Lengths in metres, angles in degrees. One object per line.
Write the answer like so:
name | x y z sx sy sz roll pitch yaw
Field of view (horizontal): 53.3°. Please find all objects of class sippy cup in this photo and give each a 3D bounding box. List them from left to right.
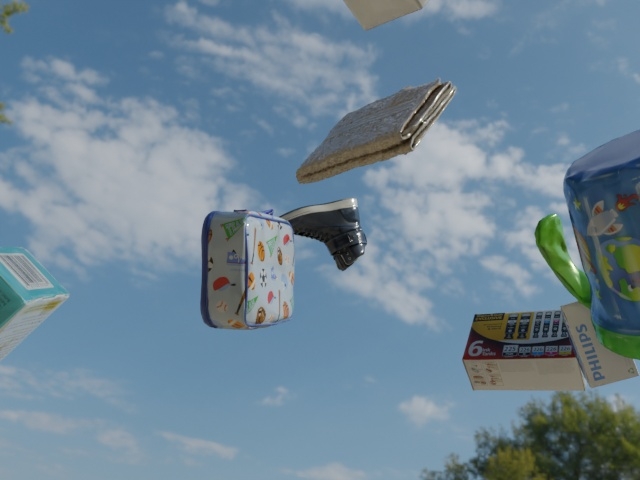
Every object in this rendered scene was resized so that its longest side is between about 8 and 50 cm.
sippy cup | 0.407 -0.013 0.760 0.305 0.240 0.224 -23 -80 27

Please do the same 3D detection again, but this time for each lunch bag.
lunch bag | -0.137 0.053 1.276 0.114 0.243 0.303 -3 -4 15

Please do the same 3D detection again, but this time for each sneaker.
sneaker | 0.001 0.000 1.488 0.226 0.164 0.086 -12 -8 -16

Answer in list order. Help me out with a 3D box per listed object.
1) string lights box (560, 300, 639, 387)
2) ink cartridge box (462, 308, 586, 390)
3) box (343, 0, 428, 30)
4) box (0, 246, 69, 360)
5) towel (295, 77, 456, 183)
string lights box | 0.465 0.170 1.081 0.076 0.133 0.259 -20 -15 17
ink cartridge box | 0.594 0.290 1.830 0.309 0.272 0.130 -8 -60 30
box | 0.119 -0.389 0.874 0.091 0.170 0.130 47 -20 -25
box | -0.319 0.108 0.495 0.060 0.244 0.100 47 -4 -1
towel | 0.087 -0.187 1.100 0.282 0.187 0.049 -13 -59 47
